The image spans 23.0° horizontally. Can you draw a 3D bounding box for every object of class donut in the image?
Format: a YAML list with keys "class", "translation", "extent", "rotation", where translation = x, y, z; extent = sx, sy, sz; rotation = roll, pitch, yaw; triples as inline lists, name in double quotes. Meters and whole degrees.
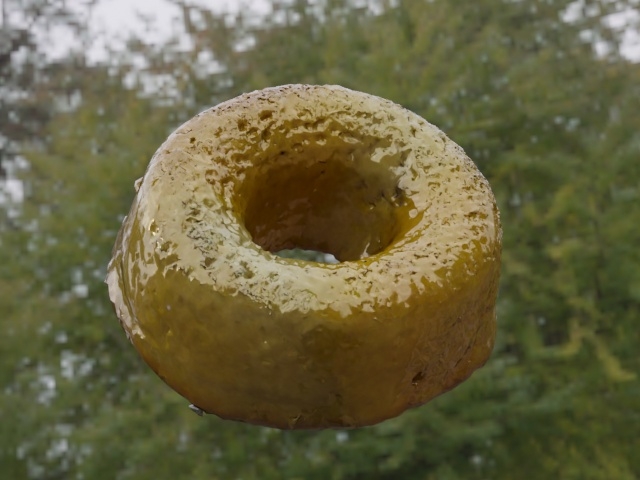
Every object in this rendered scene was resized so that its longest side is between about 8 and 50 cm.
- class: "donut"
  translation: [-0.002, 0.001, 1.062]
  extent: [0.278, 0.277, 0.108]
  rotation: [0, -41, -15]
